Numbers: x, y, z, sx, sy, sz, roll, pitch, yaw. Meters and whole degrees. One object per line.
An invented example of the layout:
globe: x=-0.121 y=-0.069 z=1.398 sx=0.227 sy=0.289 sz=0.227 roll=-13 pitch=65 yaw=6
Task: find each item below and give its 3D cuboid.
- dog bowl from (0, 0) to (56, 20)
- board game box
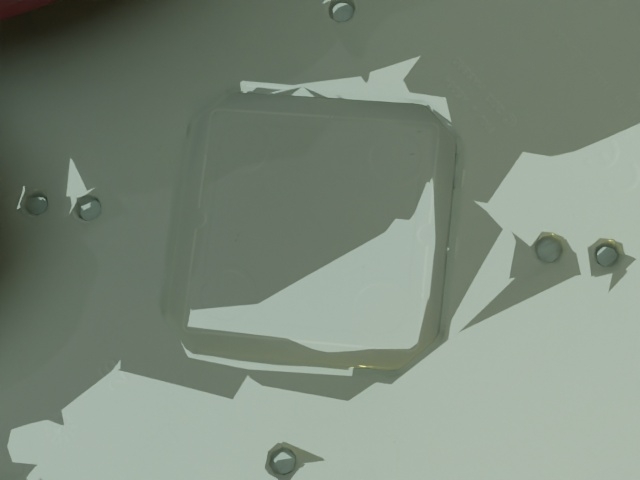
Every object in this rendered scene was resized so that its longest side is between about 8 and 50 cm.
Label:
dog bowl: x=-0.175 y=-0.251 z=0.659 sx=0.408 sy=0.150 sz=0.408 roll=-4 pitch=54 yaw=6
board game box: x=0.000 y=0.000 z=0.677 sx=0.390 sy=0.050 sz=0.390 roll=-39 pitch=74 yaw=-2
